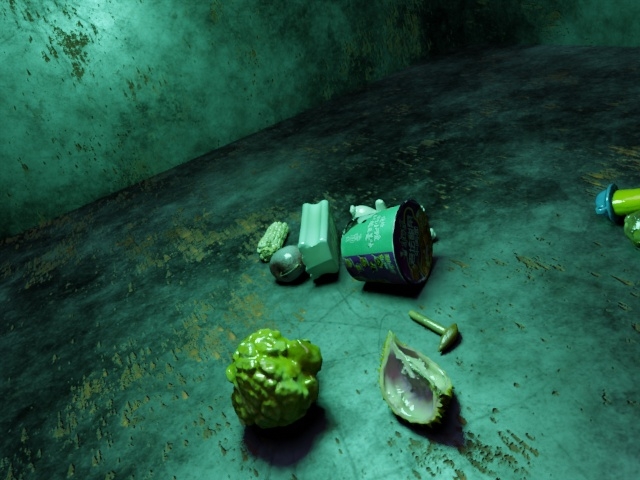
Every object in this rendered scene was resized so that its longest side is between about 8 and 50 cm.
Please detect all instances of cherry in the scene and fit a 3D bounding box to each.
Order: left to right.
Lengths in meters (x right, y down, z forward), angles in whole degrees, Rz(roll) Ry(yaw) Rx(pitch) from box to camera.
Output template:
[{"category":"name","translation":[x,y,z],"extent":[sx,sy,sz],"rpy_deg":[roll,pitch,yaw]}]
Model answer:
[{"category":"cherry","translation":[-0.078,0.063,1.671],"extent":[0.148,0.115,0.188],"rpy_deg":[0,-22,-39]}]

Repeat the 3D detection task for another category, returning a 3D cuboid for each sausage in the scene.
[{"category":"sausage","translation":[0.273,0.209,1.339],"extent":[0.024,0.024,0.132],"rpy_deg":[-32,32,-24]}]

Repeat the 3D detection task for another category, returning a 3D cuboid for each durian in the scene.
[{"category":"durian","translation":[0.201,0.300,1.116],"extent":[0.183,0.132,0.165],"rpy_deg":[16,53,29]}]

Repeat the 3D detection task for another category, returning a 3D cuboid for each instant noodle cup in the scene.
[{"category":"instant noodle cup","translation":[0.189,0.016,1.519],"extent":[0.190,0.251,0.251],"rpy_deg":[-7,30,36]}]

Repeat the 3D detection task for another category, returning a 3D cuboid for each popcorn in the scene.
[{"category":"popcorn","translation":[-0.094,0.304,1.208],"extent":[0.237,0.205,0.252],"rpy_deg":[-11,7,46]}]

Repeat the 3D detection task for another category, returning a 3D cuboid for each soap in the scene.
[{"category":"soap","translation":[0.000,0.000,1.700],"extent":[0.095,0.172,0.289],"rpy_deg":[-13,29,9]}]

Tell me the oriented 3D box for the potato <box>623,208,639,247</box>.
[{"category":"potato","translation":[0.908,-0.040,1.326],"extent":[0.251,0.113,0.149],"rpy_deg":[-9,31,16]}]

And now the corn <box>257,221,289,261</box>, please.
[{"category":"corn","translation":[-0.170,-0.009,1.903],"extent":[0.087,0.087,0.211],"rpy_deg":[-8,31,17]}]

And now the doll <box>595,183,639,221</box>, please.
[{"category":"doll","translation":[0.946,-0.135,1.440],"extent":[0.363,0.145,0.199],"rpy_deg":[-17,11,8]}]

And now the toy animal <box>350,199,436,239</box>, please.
[{"category":"toy animal","translation":[0.224,-0.056,1.705],"extent":[0.283,0.140,0.138],"rpy_deg":[-3,-9,34]}]

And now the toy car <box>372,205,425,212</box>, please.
[{"category":"toy car","translation":[0.264,-0.086,1.824],"extent":[0.205,0.056,0.095],"rpy_deg":[3,35,27]}]

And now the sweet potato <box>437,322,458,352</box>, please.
[{"category":"sweet potato","translation":[0.311,0.236,1.264],"extent":[0.034,0.034,0.095],"rpy_deg":[11,49,41]}]
